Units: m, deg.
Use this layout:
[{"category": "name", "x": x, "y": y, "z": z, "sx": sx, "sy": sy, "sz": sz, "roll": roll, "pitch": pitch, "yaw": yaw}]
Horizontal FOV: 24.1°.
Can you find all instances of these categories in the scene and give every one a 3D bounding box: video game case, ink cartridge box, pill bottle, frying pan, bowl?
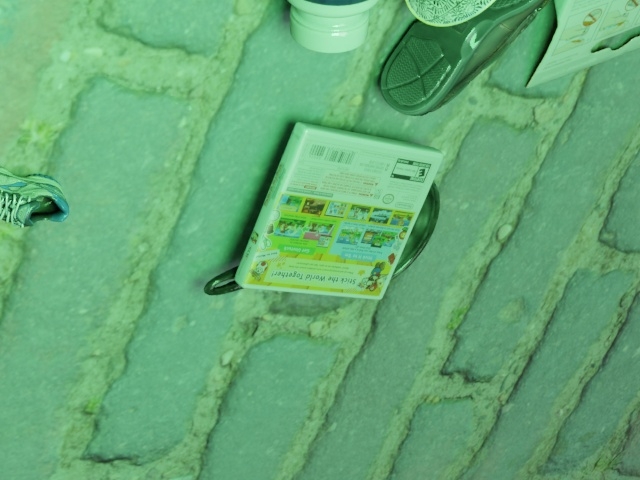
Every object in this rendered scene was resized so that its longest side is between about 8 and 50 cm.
[{"category": "video game case", "x": 0.024, "y": -0.030, "z": 1.781, "sx": 0.227, "sy": 0.026, "sz": 0.206, "roll": 7, "pitch": 113, "yaw": -42}, {"category": "ink cartridge box", "x": 0.404, "y": -0.381, "z": 1.851, "sx": 0.308, "sy": 0.091, "sz": 0.385, "roll": -22, "pitch": 153, "yaw": -26}, {"category": "pill bottle", "x": 0.013, "y": -0.293, "z": 1.540, "sx": 0.112, "sy": 0.112, "sz": 0.186, "roll": -20, "pitch": 135, "yaw": -27}, {"category": "frying pan", "x": 0.009, "y": 0.018, "z": 1.856, "sx": 0.326, "sy": 0.053, "sz": 0.197, "roll": -33, "pitch": 138, "yaw": -11}, {"category": "bowl", "x": 0.138, "y": -0.327, "z": 1.642, "sx": 0.170, "sy": 0.080, "sz": 0.170, "roll": -23, "pitch": 135, "yaw": -25}]

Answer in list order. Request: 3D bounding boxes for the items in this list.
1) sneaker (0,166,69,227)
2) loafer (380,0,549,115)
[{"category": "sneaker", "x": -0.314, "y": -0.042, "z": 1.522, "sx": 0.135, "sy": 0.058, "sz": 0.052, "roll": 0, "pitch": 124, "yaw": -40}, {"category": "loafer", "x": 0.190, "y": -0.267, "z": 1.742, "sx": 0.302, "sy": 0.109, "sz": 0.095, "roll": -48, "pitch": 160, "yaw": 13}]
